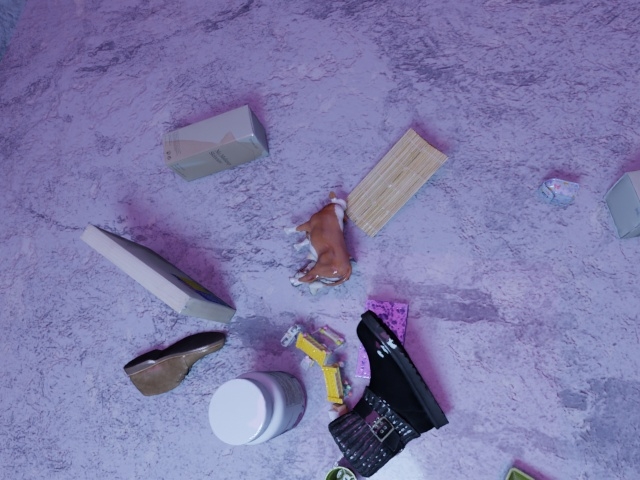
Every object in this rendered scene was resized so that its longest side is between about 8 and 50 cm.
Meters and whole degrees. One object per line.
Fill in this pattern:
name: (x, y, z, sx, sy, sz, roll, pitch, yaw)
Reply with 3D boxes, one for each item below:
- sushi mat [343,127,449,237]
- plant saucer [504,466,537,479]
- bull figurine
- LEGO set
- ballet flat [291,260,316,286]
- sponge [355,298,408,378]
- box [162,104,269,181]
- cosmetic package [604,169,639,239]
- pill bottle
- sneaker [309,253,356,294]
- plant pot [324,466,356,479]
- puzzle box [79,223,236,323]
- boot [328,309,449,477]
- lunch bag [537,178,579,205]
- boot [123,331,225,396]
sushi mat: (0.205, -0.166, 1.191, 0.316, 0.019, 0.151, -47, 69, 14)
plant saucer: (0.470, 0.633, 0.898, 0.188, 0.045, 0.188, 26, 81, 20)
bull figurine: (0.000, 0.000, 1.154, 0.188, 0.101, 0.310, -23, 46, 16)
LEGO set: (0.024, 0.333, 1.101, 0.287, 0.107, 0.132, 51, 125, 18)
ballet flat: (-0.045, 0.093, 1.206, 0.114, 0.041, 0.041, -39, 68, 1)
sponge: (0.166, 0.268, 1.100, 0.117, 0.031, 0.210, 6, 74, 16)
box: (-0.344, -0.317, 1.357, 0.311, 0.148, 0.121, -16, 71, 11)
cosmetic package: (0.878, -0.107, 0.969, 0.296, 0.153, 0.129, -10, 69, 10)
pill bottle: (-0.146, 0.404, 1.002, 0.160, 0.283, 0.160, -4, 72, 14)
sneaker: (0.038, 0.101, 1.171, 0.075, 0.057, 0.161, 37, 82, 27)
plant pot: (0.057, 0.591, 1.000, 0.083, 0.079, 0.083, -5, 71, 14)
puzzle box: (-0.461, 0.102, 1.187, 0.409, 0.272, 0.052, 30, 82, 21)
boot: (0.117, 0.370, 0.985, 0.260, 0.131, 0.348, -32, 89, 3)
lunch bag: (0.624, -0.128, 1.084, 0.083, 0.071, 0.053, 21, 83, 17)
boot: (-0.409, 0.359, 1.204, 0.305, 0.112, 0.115, -21, 99, 3)
